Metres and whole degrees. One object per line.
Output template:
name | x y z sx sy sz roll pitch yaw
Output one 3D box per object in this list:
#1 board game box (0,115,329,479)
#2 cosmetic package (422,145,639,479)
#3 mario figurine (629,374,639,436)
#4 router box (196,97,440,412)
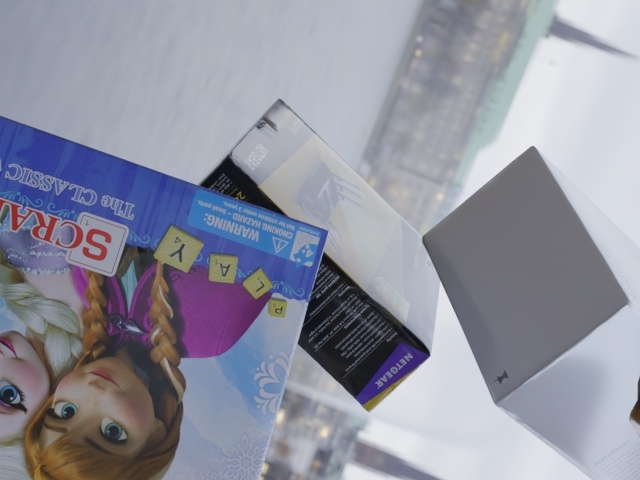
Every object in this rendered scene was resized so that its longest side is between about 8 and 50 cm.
board game box | -0.186 0.092 0.970 0.066 0.318 0.318 138 -32 -69
cosmetic package | 0.227 0.077 1.181 0.138 0.224 0.224 -42 -145 17
mario figurine | 0.219 -0.032 0.319 0.320 0.170 0.198 -43 145 0
router box | 0.000 0.000 1.309 0.081 0.243 0.309 -44 -173 15
